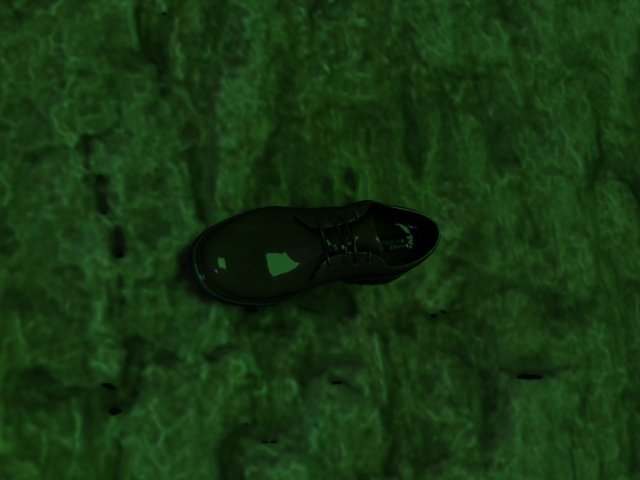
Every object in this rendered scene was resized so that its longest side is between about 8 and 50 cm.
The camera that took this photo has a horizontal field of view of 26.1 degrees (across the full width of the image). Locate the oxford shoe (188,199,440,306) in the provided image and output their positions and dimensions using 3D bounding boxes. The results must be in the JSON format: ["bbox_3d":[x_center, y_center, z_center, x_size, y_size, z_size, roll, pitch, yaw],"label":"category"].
[{"bbox_3d":[0.000,0.000,1.133,0.227,0.096,0.083,-10,82,-32],"label":"oxford shoe"}]
